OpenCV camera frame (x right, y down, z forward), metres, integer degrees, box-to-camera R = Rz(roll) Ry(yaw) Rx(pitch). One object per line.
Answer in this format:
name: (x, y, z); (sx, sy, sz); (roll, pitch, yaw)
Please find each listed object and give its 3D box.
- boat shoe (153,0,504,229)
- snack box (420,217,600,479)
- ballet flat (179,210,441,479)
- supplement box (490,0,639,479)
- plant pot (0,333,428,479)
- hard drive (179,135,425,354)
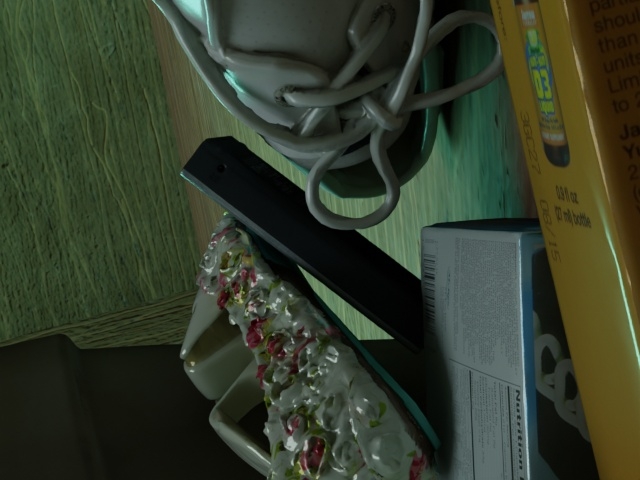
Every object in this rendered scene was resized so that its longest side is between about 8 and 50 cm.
boat shoe: (0.004, -0.085, 0.799); (0.367, 0.136, 0.156); (73, 173, -76)
snack box: (0.089, 0.153, 0.705); (0.187, 0.060, 0.321); (-169, 76, -82)
ballet flat: (-0.022, 0.053, 0.816); (0.091, 0.077, 0.241); (54, 178, -26)
supplement box: (0.096, -0.025, 0.461); (0.078, 0.080, 0.233); (-151, 44, -79)
plant pot: (-0.017, 0.178, 0.945); (0.323, 0.280, 0.323); (164, 90, -82)
hard drive: (0.000, 0.000, 0.847); (0.135, 0.022, 0.094); (37, -174, 2)
